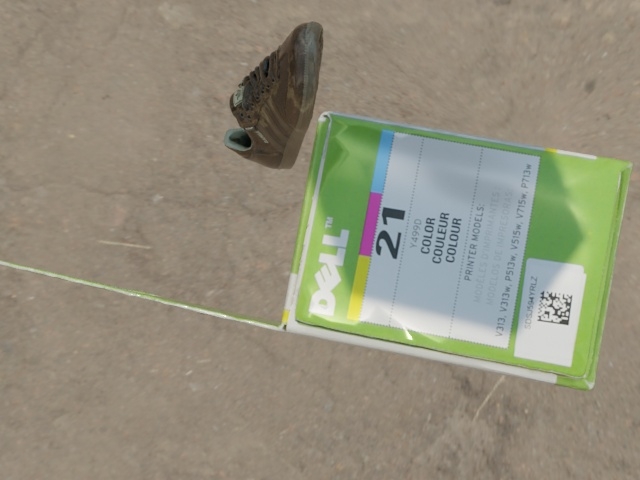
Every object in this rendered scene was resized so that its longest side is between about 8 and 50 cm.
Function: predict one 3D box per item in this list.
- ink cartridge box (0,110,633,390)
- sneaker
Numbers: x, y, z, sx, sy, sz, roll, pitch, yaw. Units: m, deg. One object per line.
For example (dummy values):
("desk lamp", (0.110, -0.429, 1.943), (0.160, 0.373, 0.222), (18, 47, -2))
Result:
("ink cartridge box", (0.000, 0.000, 0.491), (0.255, 0.189, 0.097), (11, 85, 5))
("sneaker", (-0.044, -0.122, 0.875), (0.071, 0.188, 0.066), (9, 59, -7))
